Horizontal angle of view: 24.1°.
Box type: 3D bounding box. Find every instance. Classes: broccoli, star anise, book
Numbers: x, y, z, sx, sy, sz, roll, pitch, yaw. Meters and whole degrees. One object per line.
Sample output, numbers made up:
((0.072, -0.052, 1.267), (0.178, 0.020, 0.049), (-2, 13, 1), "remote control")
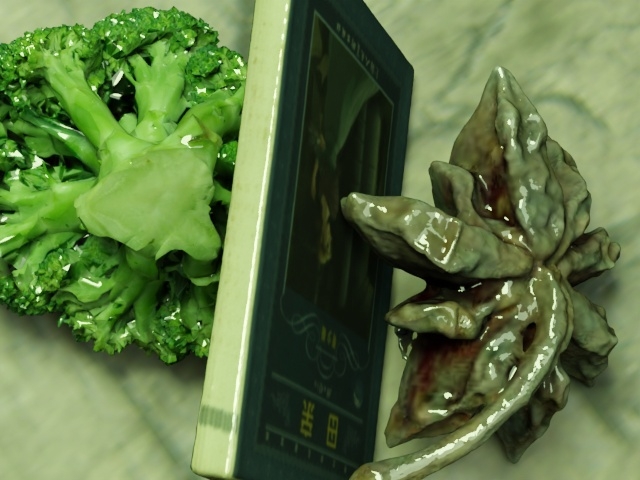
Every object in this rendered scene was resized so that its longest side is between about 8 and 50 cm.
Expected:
((-0.098, -0.027, 0.766), (0.195, 0.156, 0.195), (-6, 111, -16), "broccoli")
((0.093, 0.034, 0.793), (0.209, 0.089, 0.231), (21, 72, -37), "star anise")
((0.000, 0.000, 0.765), (0.025, 0.191, 0.269), (0, 73, 22), "book")
